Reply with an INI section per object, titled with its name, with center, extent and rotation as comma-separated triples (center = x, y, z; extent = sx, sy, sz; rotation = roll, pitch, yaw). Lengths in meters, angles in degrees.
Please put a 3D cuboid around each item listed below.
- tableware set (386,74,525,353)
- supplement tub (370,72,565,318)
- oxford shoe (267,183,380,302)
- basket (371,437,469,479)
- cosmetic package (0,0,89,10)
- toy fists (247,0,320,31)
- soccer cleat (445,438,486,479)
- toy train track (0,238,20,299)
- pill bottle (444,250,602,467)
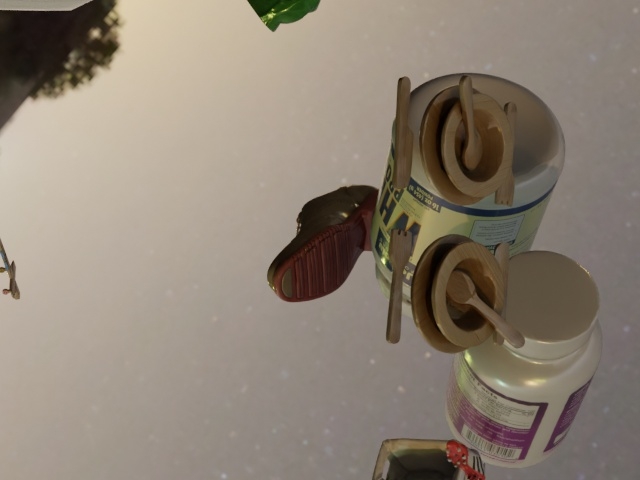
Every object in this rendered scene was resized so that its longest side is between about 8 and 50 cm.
[tableware set]
center = 0.109, -0.015, 0.804
extent = 0.039, 0.128, 0.194
rotation = 0, -94, 49
[supplement tub]
center = 0.197, -0.050, 1.604
extent = 0.324, 0.235, 0.235
rotation = 99, 11, -50
[oxford shoe]
center = 0.000, 0.000, 1.961
extent = 0.130, 0.123, 0.348
rotation = 19, -147, 29
[basket]
center = 0.189, 0.423, 1.988
extent = 0.167, 0.103, 0.113
rotation = -4, -131, 30
[cosmetic package]
center = -0.297, -0.330, 1.167
extent = 0.184, 0.151, 0.151
rotation = -4, -87, 53
[toy fists]
center = -0.095, -0.521, 2.119
extent = 0.142, 0.096, 0.279
rotation = -37, -116, 11
[soccer cleat]
center = 0.180, 0.267, 1.391
extent = 0.029, 0.083, 0.035
rotation = -18, -146, 33
[toy train track]
center = -0.317, 0.027, 1.125
extent = 0.014, 0.083, 0.048
rotation = -9, -139, -4
[pill bottle]
center = 0.249, 0.145, 1.381
extent = 0.301, 0.169, 0.169
rotation = 92, 21, -55
